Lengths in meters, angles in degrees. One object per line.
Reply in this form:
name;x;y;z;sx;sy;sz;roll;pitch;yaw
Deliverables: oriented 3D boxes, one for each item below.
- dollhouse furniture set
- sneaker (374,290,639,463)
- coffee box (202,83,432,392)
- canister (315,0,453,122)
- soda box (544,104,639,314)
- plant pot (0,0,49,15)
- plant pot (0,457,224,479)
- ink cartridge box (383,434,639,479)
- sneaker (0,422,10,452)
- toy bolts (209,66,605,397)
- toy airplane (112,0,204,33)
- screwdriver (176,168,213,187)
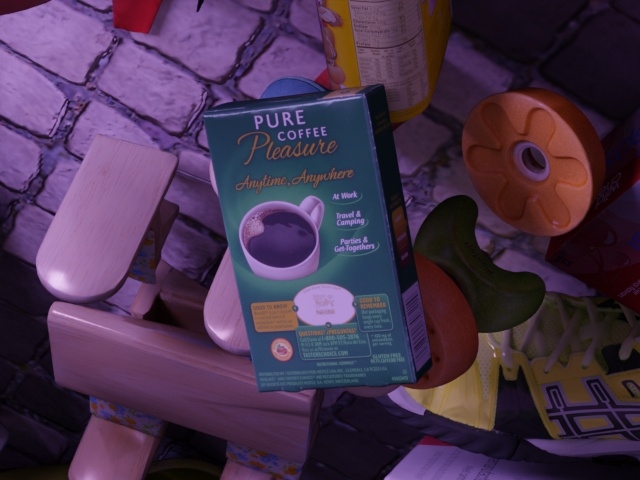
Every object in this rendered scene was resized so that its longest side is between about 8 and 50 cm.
dollhouse furniture set;-0.205;0.118;1.403;0.394;0.256;0.362;17;147;7
sneaker;0.215;0.084;1.306;0.385;0.145;0.147;10;136;-4
coffee box;0.000;0.000;1.079;0.113;0.040;0.184;-6;103;26
canister;0.037;-0.169;1.058;0.073;0.126;0.170;6;143;14
soda box;0.253;-0.058;1.126;0.083;0.092;0.263;29;142;-12
plant pot;-0.215;-0.293;0.924;0.275;0.275;0.243;19;135;1
plant pot;-0.285;0.372;1.745;0.353;0.366;0.366;5;143;38
ink cartridge box;0.248;0.269;1.377;0.385;0.160;0.279;10;-174;13
sneaker;-0.420;0.172;1.741;0.229;0.087;0.092;-4;126;23
toy bolts;0.043;-0.028;1.142;0.228;0.158;0.218;47;141;10
toy airplane;-0.144;-0.195;1.188;0.151;0.028;0.151;12;141;10
screwdriver;-0.056;-0.029;1.364;0.170;0.024;0.025;17;115;7
